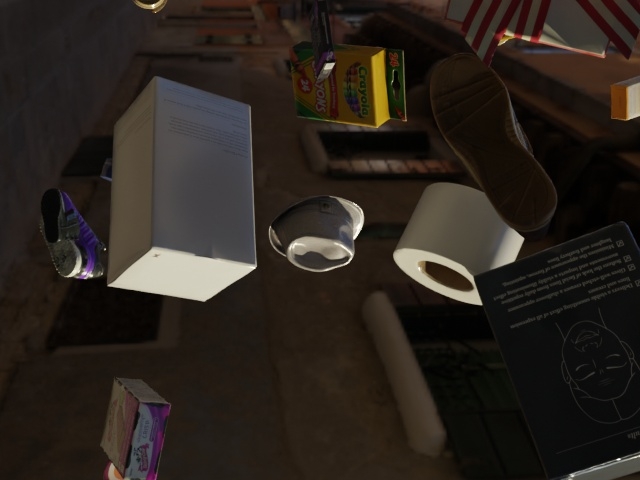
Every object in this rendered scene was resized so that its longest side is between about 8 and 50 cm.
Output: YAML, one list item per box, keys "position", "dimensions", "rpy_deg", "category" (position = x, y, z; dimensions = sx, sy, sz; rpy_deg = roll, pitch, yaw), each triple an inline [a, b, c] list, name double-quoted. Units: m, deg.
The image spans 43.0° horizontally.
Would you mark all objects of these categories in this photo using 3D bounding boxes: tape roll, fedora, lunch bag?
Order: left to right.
- position: [-0.552, -0.189, 2.249]
  dimensions: [0.067, 0.098, 0.065]
  rpy_deg: [13, -99, 48]
  category: "lunch bag"
- position: [0.000, 0.000, 2.202]
  dimensions: [0.243, 0.275, 0.124]
  rpy_deg: [-52, -143, 32]
  category: "fedora"
- position: [0.301, 0.008, 1.758]
  dimensions: [0.169, 0.246, 0.246]
  rpy_deg: [-63, 179, -16]
  category: "tape roll"

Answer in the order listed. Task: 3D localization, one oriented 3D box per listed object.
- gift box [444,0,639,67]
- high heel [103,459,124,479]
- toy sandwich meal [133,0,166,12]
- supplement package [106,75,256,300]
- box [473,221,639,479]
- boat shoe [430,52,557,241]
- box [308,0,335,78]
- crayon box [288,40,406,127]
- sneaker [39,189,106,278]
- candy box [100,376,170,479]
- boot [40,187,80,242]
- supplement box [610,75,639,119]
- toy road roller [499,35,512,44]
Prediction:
- position: [0.326, -0.378, 1.122]
  dimensions: [0.258, 0.255, 0.276]
  rpy_deg: [-43, 143, -61]
  category: "gift box"
- position: [-0.475, 0.533, 1.867]
  dimensions: [0.082, 0.117, 0.244]
  rpy_deg: [60, 6, -3]
  category: "high heel"
- position: [-0.363, -0.523, 1.710]
  dimensions: [0.029, 0.086, 0.085]
  rpy_deg: [175, -86, -71]
  category: "toy sandwich meal"
- position: [-0.223, -0.075, 1.293]
  dimensions: [0.175, 0.178, 0.292]
  rpy_deg: [-32, -127, 47]
  category: "supplement package"
- position: [0.490, 0.217, 1.472]
  dimensions: [0.212, 0.294, 0.395]
  rpy_deg: [50, 22, -60]
  category: "box"
- position: [0.279, -0.148, 1.312]
  dimensions: [0.342, 0.123, 0.123]
  rpy_deg: [65, 8, 27]
  category: "boat shoe"
- position: [0.003, -0.473, 1.897]
  dimensions: [0.116, 0.029, 0.162]
  rpy_deg: [146, -65, -79]
  category: "box"
- position: [0.072, -0.421, 2.185]
  dimensions: [0.081, 0.319, 0.202]
  rpy_deg: [-39, 132, -45]
  category: "crayon box"
- position: [-0.674, -0.007, 2.248]
  dimensions: [0.102, 0.146, 0.293]
  rpy_deg: [-41, -124, 24]
  category: "sneaker"
- position: [-0.390, 0.387, 1.692]
  dimensions: [0.233, 0.071, 0.159]
  rpy_deg: [6, -96, 64]
  category: "candy box"
- position: [-0.541, -0.051, 1.702]
  dimensions: [0.099, 0.045, 0.121]
  rpy_deg: [-36, 125, -78]
  category: "boot"
- position: [0.566, -0.258, 1.455]
  dimensions: [0.036, 0.098, 0.062]
  rpy_deg: [24, -53, 55]
  category: "supplement box"
- position: [0.466, -0.585, 1.776]
  dimensions: [0.240, 0.330, 0.202]
  rpy_deg: [69, 26, -20]
  category: "toy road roller"
